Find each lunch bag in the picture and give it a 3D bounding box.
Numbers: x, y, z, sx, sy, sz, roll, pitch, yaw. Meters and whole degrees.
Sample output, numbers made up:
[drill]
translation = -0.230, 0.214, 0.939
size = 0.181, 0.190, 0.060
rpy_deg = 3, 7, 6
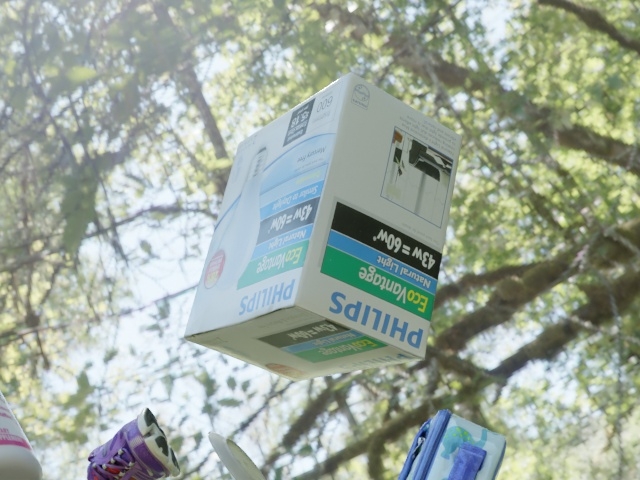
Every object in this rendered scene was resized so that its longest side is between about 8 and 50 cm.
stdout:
[lunch bag]
translation = 0.099, 0.279, 0.826
size = 0.176, 0.090, 0.219
rpy_deg = 100, -165, -51

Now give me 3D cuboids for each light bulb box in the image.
[light bulb box]
translation = 0.000, 0.000, 1.354
size = 0.225, 0.361, 0.358
rpy_deg = 25, -25, -26

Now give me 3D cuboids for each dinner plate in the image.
[dinner plate]
translation = -0.114, 0.330, 1.292
size = 0.017, 0.141, 0.141
rpy_deg = -42, -31, -2

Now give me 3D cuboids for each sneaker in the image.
[sneaker]
translation = -0.178, 0.205, 0.813
size = 0.071, 0.068, 0.170
rpy_deg = -25, -12, -29

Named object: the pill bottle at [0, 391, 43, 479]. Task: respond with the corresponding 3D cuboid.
[pill bottle]
translation = -0.405, 0.161, 0.869
size = 0.160, 0.283, 0.160
rpy_deg = -31, -30, -20
